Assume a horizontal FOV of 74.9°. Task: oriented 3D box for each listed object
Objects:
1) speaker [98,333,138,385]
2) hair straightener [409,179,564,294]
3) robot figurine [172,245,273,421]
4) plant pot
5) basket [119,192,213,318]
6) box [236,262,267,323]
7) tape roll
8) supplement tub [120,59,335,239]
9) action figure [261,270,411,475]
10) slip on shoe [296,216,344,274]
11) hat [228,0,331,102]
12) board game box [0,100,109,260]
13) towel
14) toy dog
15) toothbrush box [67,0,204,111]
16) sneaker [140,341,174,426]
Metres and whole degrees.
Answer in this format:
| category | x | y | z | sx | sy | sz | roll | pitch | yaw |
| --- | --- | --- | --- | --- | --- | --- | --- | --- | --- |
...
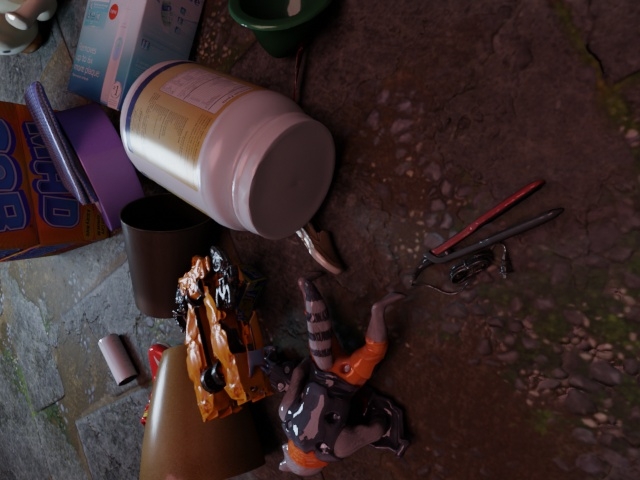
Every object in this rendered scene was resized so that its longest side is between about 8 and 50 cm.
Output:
| category | x | y | z | sx | sy | sz | roll | pitch | yaw |
| --- | --- | --- | --- | --- | --- | --- | --- | --- | --- |
| speaker | -0.553 | 0.326 | 1.143 | 0.055 | 0.055 | 0.136 | -47 | 70 | 29 |
| hair straightener | 0.220 | 0.017 | 0.571 | 0.230 | 0.047 | 0.089 | -38 | 74 | 32 |
| robot figurine | -0.184 | 0.158 | 0.758 | 0.211 | 0.085 | 0.291 | -37 | 60 | 35 |
| plant pot | -0.247 | 0.343 | 0.848 | 0.237 | 0.237 | 0.254 | -26 | 66 | 34 |
| basket | -0.321 | 0.038 | 0.879 | 0.154 | 0.204 | 0.227 | 24 | 118 | 19 |
| box | -0.173 | 0.132 | 0.855 | 0.059 | 0.054 | 0.169 | 37 | 114 | 26 |
| tape roll | -0.494 | -0.163 | 0.948 | 0.275 | 0.090 | 0.274 | 41 | 146 | 37 |
| supplement tub | -0.155 | -0.154 | 0.704 | 0.316 | 0.228 | 0.228 | 30 | 111 | 29 |
| action figure | -0.023 | 0.219 | 0.693 | 0.341 | 0.178 | 0.330 | 10 | 92 | 33 |
| slip on shoe | 0.000 | 0.000 | 0.726 | 0.041 | 0.051 | 0.135 | -47 | 63 | 17 |
| hat | -0.057 | -0.345 | 0.739 | 0.173 | 0.183 | 0.208 | 29 | 69 | 22 |
| board game box | -0.853 | -0.134 | 1.116 | 0.356 | 0.356 | 0.356 | -11 | 89 | 36 |
| towel | -0.574 | -0.212 | 0.918 | 0.336 | 0.040 | 0.243 | 20 | 129 | 51 |
| toy dog | -0.868 | -0.706 | 1.117 | 0.395 | 0.285 | 0.408 | 51 | 121 | 34 |
| toothbrush box | -0.390 | -0.420 | 0.881 | 0.216 | 0.126 | 0.295 | 26 | 100 | 31 |
| sneaker | -0.363 | 0.380 | 0.977 | 0.107 | 0.118 | 0.279 | -16 | 86 | 35 |
